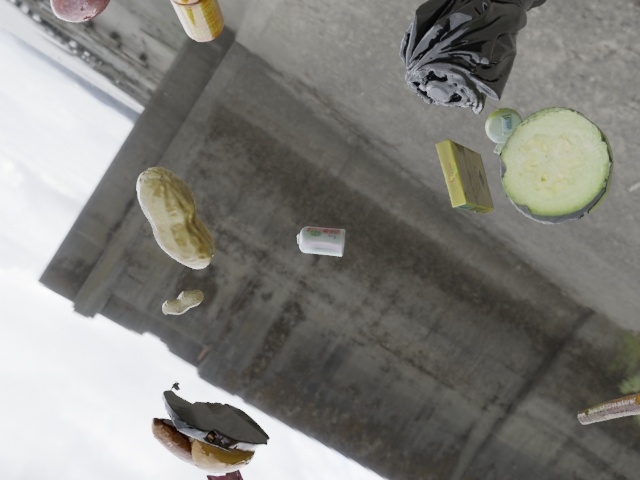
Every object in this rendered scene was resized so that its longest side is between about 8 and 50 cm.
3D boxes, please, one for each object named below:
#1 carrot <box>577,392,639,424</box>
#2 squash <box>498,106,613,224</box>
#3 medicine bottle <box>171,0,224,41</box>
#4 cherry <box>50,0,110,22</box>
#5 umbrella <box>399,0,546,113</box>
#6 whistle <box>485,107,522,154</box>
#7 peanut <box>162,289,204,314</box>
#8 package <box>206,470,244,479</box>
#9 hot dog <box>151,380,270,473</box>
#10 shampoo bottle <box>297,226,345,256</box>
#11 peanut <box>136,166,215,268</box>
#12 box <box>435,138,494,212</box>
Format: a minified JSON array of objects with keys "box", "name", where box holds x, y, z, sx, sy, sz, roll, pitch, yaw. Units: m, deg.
[{"box":[0.608,0.352,1.428,0.042,0.042,0.170,32,140,-20],"name":"carrot"},{"box":[0.466,-0.143,1.326,0.133,0.220,0.220,-7,-149,-47],"name":"squash"},{"box":[-0.271,-0.516,1.489,0.096,0.096,0.192,32,171,10],"name":"medicine bottle"},{"box":[-0.385,-0.467,1.183,0.090,0.225,0.107,50,-162,22],"name":"cherry"},{"box":[0.199,-0.272,0.723,0.118,0.340,0.118,31,160,13],"name":"umbrella"},{"box":[0.530,-0.283,1.976,0.057,0.104,0.198,-108,5,-63],"name":"whistle"},{"box":[-0.259,0.118,1.302,0.037,0.083,0.037,155,90,-87],"name":"peanut"},{"box":[-0.207,0.532,1.517,0.083,0.029,0.059,-8,-120,-38],"name":"package"},{"box":[-0.235,0.386,1.365,0.194,0.107,0.326,33,176,43],"name":"hot dog"},{"box":[0.000,0.000,1.415,0.099,0.043,0.072,6,-151,3],"name":"shampoo bottle"},{"box":[-0.386,-0.056,1.851,0.147,0.147,0.306,35,146,64],"name":"peanut"},{"box":[0.352,-0.149,1.657,0.279,0.041,0.153,2,-107,-64],"name":"box"}]
